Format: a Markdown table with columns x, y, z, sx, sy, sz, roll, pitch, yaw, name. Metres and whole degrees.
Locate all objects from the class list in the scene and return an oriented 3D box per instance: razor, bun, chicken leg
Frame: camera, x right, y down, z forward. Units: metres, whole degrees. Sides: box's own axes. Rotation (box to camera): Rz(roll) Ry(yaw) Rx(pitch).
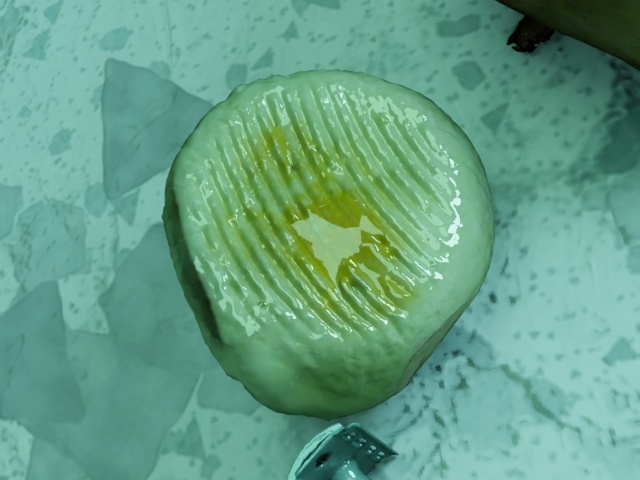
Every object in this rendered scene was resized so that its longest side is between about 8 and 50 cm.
| x | y | z | sx | sy | sz | roll | pitch | yaw | name |
| --- | --- | --- | --- | --- | --- | --- | --- | --- | --- |
| 0.083 | 0.210 | 0.704 | 0.232 | 0.106 | 0.068 | 40 | 87 | 27 | razor |
| 0.000 | 0.000 | 0.814 | 0.243 | 0.153 | 0.244 | -2 | 65 | 4 | bun |
| 0.174 | -0.177 | 0.898 | 0.083 | 0.021 | 0.036 | -47 | 43 | -8 | chicken leg |

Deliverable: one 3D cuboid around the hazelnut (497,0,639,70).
| x | y | z | sx | sy | sz | roll | pitch | yaw | name |
| --- | --- | --- | --- | --- | --- | --- | --- | --- | --- |
| 0.221 | -0.287 | 0.756 | 0.365 | 0.366 | 0.366 | -12 | 59 | 21 | hazelnut |
